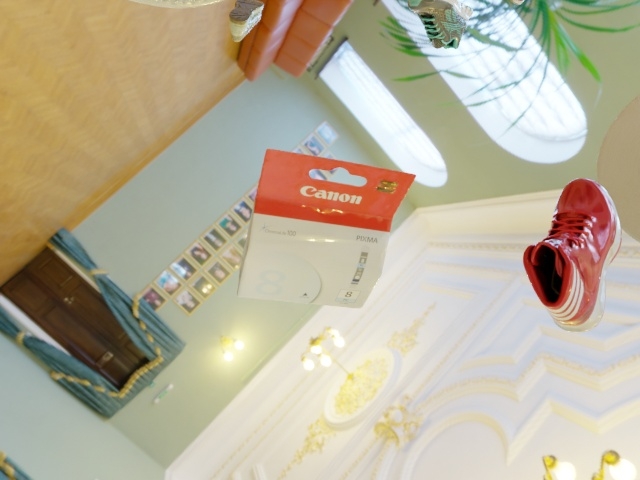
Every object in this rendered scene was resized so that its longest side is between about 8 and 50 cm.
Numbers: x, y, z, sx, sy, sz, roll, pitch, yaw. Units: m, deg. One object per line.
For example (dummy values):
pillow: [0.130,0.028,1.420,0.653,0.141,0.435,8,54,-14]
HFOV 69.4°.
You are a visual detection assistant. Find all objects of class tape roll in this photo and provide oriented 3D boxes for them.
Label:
tape roll: [0.772,-0.147,0.924,0.072,0.391,0.392,-13,170,-39]

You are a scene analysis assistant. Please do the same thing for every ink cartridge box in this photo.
ink cartridge box: [0.000,0.000,0.993,0.384,0.309,0.091,112,-18,-47]

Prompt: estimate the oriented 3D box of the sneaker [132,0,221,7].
sneaker: [-0.122,-0.326,0.455,0.282,0.161,0.102,-21,162,-30]

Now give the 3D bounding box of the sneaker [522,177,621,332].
sneaker: [0.326,-0.003,0.596,0.087,0.128,0.221,-8,-119,41]

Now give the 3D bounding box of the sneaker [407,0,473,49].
sneaker: [0.197,-0.357,0.761,0.065,0.076,0.167,24,-158,40]

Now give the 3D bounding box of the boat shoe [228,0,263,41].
boat shoe: [-0.159,-0.475,0.987,0.152,0.056,0.048,-81,-175,-45]

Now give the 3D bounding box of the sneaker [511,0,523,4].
sneaker: [0.423,-0.572,1.009,0.067,0.119,0.042,-43,-140,40]
